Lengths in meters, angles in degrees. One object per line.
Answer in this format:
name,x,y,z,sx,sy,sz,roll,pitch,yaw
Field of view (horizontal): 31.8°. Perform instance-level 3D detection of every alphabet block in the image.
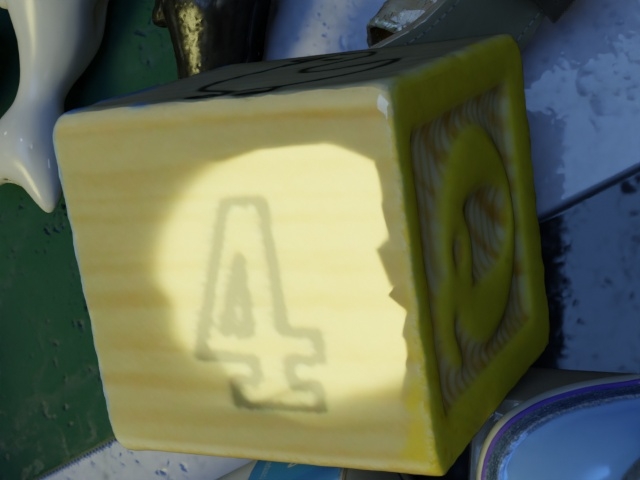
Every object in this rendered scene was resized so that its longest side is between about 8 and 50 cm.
alphabet block,0.000,0.000,0.621,0.197,0.192,0.194,-2,107,28

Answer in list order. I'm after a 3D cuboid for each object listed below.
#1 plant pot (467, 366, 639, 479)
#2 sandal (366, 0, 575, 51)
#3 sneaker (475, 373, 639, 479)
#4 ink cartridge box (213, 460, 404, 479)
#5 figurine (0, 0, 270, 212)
plant pot,0.131,0.128,0.647,0.109,0.096,0.109,2,85,20
sandal,0.079,-0.136,0.712,0.240,0.088,0.079,-42,30,31
sneaker,0.211,0.136,0.451,0.322,0.236,0.130,13,90,15
ink cartridge box,-0.061,0.272,0.640,0.307,0.129,0.223,-28,97,10
figurine,-0.142,-0.114,0.781,0.214,0.092,0.210,10,91,21
